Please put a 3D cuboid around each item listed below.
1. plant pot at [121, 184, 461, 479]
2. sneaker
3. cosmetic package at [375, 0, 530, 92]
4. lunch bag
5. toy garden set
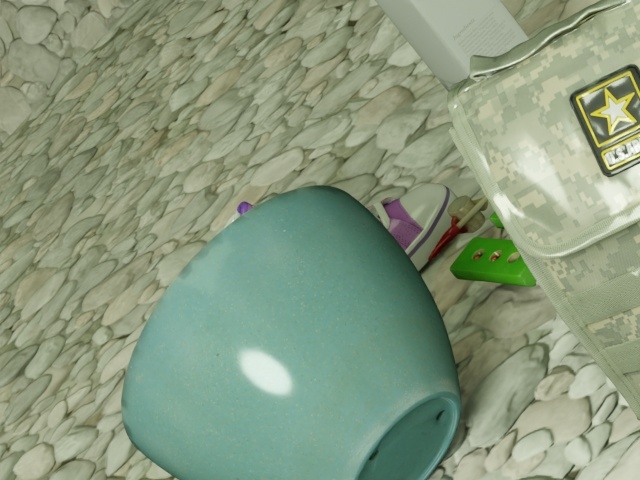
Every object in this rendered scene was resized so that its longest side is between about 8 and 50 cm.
[{"bbox_3d":[0.004,0.127,1.502,0.290,0.290,0.195,-45,59,-12],"label":"plant pot"},{"bbox_3d":[0.000,0.001,1.831,0.282,0.161,0.102,-37,21,3],"label":"sneaker"},{"bbox_3d":[0.157,-0.217,1.896,0.085,0.231,0.117,-43,24,-9],"label":"cosmetic package"},{"bbox_3d":[0.254,-0.051,1.258,0.235,0.287,0.169,-28,25,23],"label":"lunch bag"},{"bbox_3d":[0.213,-0.043,1.735,0.244,0.049,0.204,-49,26,-20],"label":"toy garden set"}]
